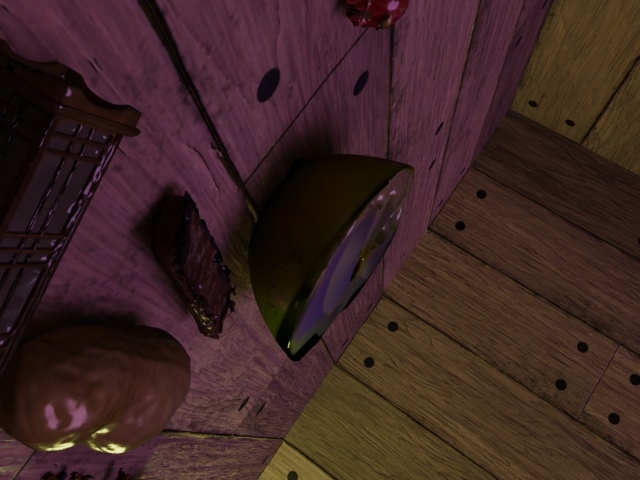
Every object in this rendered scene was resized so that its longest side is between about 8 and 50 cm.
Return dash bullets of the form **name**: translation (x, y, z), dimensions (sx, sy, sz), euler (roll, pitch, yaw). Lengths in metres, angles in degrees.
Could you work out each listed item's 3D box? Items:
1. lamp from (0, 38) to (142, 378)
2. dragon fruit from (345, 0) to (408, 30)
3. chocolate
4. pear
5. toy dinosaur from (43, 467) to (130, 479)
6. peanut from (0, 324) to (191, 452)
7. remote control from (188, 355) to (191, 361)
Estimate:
- **lamp**: translation (-0.256, 0.023, 0.438), dimensions (0.325, 0.089, 0.090), euler (-60, 164, 7)
- **dragon fruit**: translation (0.083, -0.334, 0.807), dimensions (0.116, 0.081, 0.086), euler (-43, 149, -41)
- **chocolate**: translation (-0.169, 0.050, 0.807), dimensions (0.329, 0.065, 0.103), euler (88, 6, -64)
- **pear**: translation (-0.001, -0.005, 1.033), dimensions (0.399, 0.165, 0.399), euler (-52, 164, -21)
- **toy dinosaur**: translation (-0.383, 0.491, 0.970), dimensions (0.208, 0.097, 0.432), euler (-18, 137, -43)
- **peanut**: translation (-0.241, 0.170, 0.678), dimensions (0.148, 0.147, 0.319), euler (-56, 169, -3)
- **remote control**: translation (-0.272, 0.218, 0.911), dimensions (0.077, 0.022, 0.245), euler (-62, 164, 7)
